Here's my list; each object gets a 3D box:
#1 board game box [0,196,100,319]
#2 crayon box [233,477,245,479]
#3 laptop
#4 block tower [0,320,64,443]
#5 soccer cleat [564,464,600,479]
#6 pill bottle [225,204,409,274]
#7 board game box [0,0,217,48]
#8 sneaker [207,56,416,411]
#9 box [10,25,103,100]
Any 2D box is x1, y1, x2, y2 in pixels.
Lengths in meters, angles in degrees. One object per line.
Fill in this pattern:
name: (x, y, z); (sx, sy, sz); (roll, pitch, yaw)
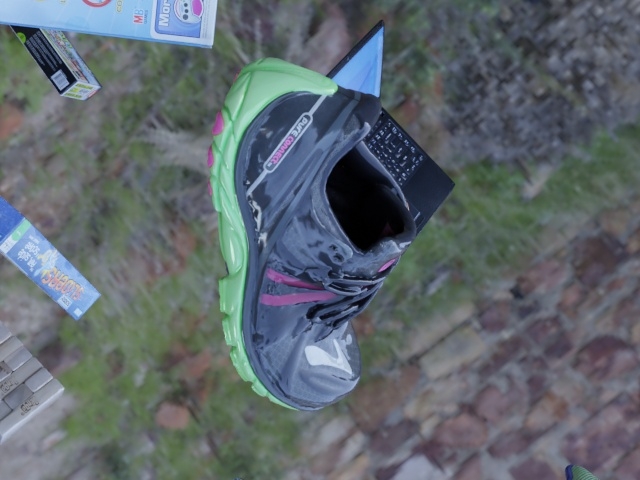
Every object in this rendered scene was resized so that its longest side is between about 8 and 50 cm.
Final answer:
board game box: (-0.278, -0.011, 1.139); (0.035, 0.136, 0.201); (-49, 160, -10)
crayon box: (-0.150, 0.443, 1.671); (0.318, 0.081, 0.202); (-49, -161, 59)
laptop: (0.091, -0.135, 1.861); (0.136, 0.264, 0.234); (-37, -170, 49)
block tower: (-0.437, 0.086, 1.462); (0.091, 0.335, 0.097); (-41, 171, -28)
soccer cleat: (0.078, 0.249, 0.779); (0.289, 0.121, 0.093); (-38, 141, 4)
pill bottle: (0.000, 0.000, 1.702); (0.246, 0.130, 0.130); (-29, 171, 36)
board game box: (-0.257, -0.389, 1.475); (0.086, 0.302, 0.308); (-119, -144, -73)
sneaker: (0.003, 0.026, 1.437); (0.483, 0.202, 0.185); (82, 23, -44)
box: (-0.414, -0.303, 1.942); (0.036, 0.207, 0.114); (-37, 177, 9)
